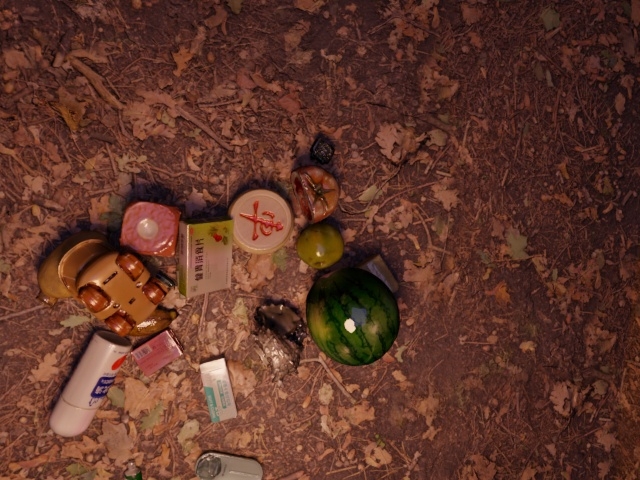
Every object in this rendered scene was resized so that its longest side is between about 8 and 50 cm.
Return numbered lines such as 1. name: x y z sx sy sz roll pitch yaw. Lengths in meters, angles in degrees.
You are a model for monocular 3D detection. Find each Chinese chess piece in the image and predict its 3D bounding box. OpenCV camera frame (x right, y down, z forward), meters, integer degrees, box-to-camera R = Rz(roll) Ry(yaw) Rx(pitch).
1. Chinese chess piece: -0.221 -0.072 1.519 0.251 0.097 0.250 0 89 -13

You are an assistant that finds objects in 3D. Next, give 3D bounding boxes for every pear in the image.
1. pear: 0.000 0.000 1.549 0.180 0.166 0.216 2 63 -2

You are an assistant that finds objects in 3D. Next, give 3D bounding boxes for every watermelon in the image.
1. watermelon: 0.117 0.273 1.474 0.364 0.363 0.362 0 89 -14

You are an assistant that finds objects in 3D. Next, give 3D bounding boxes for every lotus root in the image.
1. lotus root: -0.593 0.276 1.429 0.191 0.094 0.108 -2 112 -18
2. lotus root: -0.818 0.083 1.348 0.146 0.131 0.303 32 78 21

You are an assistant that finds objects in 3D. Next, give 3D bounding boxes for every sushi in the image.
1. sushi: 0.003 -0.339 1.600 0.083 0.056 0.084 28 82 -19

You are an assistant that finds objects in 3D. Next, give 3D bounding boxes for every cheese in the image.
1. cheese: 0.224 0.148 1.630 0.123 0.094 0.167 -34 93 -2

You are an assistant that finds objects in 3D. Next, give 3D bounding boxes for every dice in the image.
1. dice: -0.568 -0.034 1.396 0.174 0.179 0.174 7 83 -13

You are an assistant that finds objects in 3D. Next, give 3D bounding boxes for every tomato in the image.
1. tomato: -0.008 -0.184 1.535 0.155 0.181 0.213 -23 98 -19

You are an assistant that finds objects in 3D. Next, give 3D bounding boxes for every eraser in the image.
1. eraser: -0.371 0.542 1.499 0.096 0.052 0.224 -12 93 -11

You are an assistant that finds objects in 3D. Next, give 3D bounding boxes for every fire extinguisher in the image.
1. fire extinguisher: -0.549 0.144 1.474 0.083 0.025 0.038 41 58 -10

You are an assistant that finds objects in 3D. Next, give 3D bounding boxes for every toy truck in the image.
1. toy truck: -0.651 0.144 1.294 0.204 0.212 0.287 -51 138 -28

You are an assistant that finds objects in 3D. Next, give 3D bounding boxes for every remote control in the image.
1. remote control: -0.334 0.839 1.505 0.248 0.052 0.104 18 84 -12

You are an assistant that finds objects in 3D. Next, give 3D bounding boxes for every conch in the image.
1. conch: -0.165 0.356 1.453 0.186 0.312 0.240 -24 137 20

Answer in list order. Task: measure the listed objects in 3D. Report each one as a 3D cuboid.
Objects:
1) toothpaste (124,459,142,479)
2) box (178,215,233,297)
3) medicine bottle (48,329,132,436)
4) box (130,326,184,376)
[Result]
1. toothpaste: -0.651 0.891 1.433 0.078 0.047 0.247 -4 93 -10
2. box: -0.394 0.053 1.418 0.175 0.062 0.260 -11 114 -45
3. medicine bottle: -0.769 0.479 1.362 0.130 0.130 0.340 28 83 -12
4. box: -0.572 0.391 1.448 0.156 0.060 0.111 -31 96 -9
